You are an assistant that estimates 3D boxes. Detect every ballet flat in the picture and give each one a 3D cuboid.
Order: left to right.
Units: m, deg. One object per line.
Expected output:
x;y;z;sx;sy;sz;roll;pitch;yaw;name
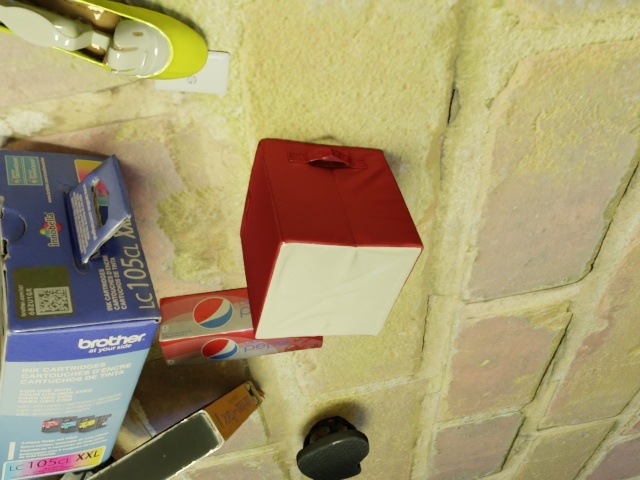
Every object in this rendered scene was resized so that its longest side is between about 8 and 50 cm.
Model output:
-0.226;-0.204;0.562;0.231;0.077;0.077;14;124;-25;ballet flat

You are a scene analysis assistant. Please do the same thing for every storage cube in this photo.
0.000;0.000;0.760;0.184;0.193;0.214;2;135;-18;storage cube

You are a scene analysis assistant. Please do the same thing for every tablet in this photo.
-0.149;-0.195;0.650;0.083;0.006;0.054;0;135;-16;tablet

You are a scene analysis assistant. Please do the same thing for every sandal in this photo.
0.021;0.511;1.378;0.168;0.106;0.445;-11;149;-6;sandal

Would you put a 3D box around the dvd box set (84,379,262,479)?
-0.263;0.353;0.937;0.308;0.062;0.420;-31;172;-3;dvd box set

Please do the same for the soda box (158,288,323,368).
-0.130;0.139;0.939;0.264;0.092;0.083;-7;135;-9;soda box

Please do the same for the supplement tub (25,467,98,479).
-0.514;0.278;0.873;0.317;0.228;0.228;-2;135;-13;supplement tub

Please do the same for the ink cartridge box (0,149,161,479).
-0.318;0.077;0.682;0.151;0.270;0.395;-1;137;-33;ink cartridge box

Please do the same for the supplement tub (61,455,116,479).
-0.512;0.495;1.116;0.207;0.207;0.337;-14;136;-2;supplement tub

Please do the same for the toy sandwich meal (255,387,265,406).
-0.162;0.339;1.186;0.086;0.029;0.085;-6;141;-5;toy sandwich meal
